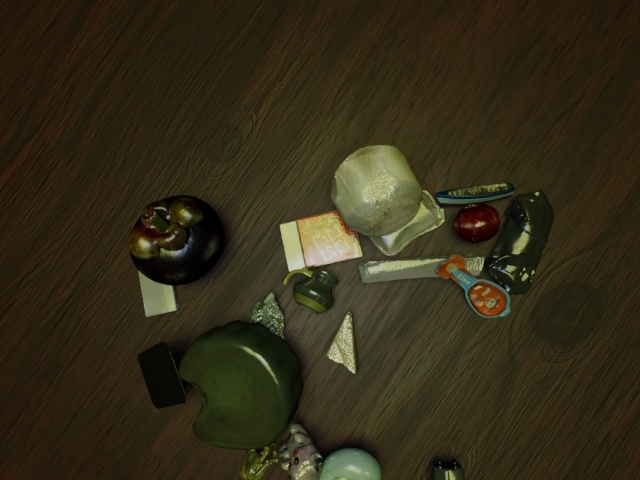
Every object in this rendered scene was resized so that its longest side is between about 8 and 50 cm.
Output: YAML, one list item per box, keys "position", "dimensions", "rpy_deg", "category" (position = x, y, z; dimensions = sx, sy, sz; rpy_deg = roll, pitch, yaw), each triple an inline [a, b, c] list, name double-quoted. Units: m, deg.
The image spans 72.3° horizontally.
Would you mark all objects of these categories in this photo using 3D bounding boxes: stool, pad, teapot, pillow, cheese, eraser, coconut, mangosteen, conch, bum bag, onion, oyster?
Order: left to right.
- position: [-0.510, 0.158, 1.383]
  dimensions: [0.104, 0.023, 0.150]
  rpy_deg: [-12, 84, 4]
  category: "eraser"
- position: [-0.467, 0.397, 1.275]
  dimensions: [0.267, 0.004, 0.181]
  rpy_deg: [-29, 81, 46]
  category: "pad"
- position: [-0.421, -0.014, 1.251]
  dimensions: [0.275, 0.302, 0.274]
  rpy_deg: [-2, 70, 5]
  category: "mangosteen"
- position: [-0.169, 0.254, 1.328]
  dimensions: [0.125, 0.064, 0.177]
  rpy_deg: [-15, 85, -1]
  category: "oyster"
- position: [-0.028, 0.138, 1.290]
  dimensions: [0.166, 0.130, 0.119]
  rpy_deg: [31, 73, -13]
  category: "teapot"
- position: [0.000, 0.000, 1.348]
  dimensions: [0.231, 0.038, 0.157]
  rpy_deg: [-13, 84, 3]
  category: "eraser"
- position: [0.073, 0.683, 1.236]
  dimensions: [0.221, 0.121, 0.184]
  rpy_deg: [-38, 89, 9]
  category: "conch"
- position: [0.149, -0.150, 1.245]
  dimensions: [0.245, 0.245, 0.247]
  rpy_deg: [-29, 65, 2]
  category: "coconut"
- position: [0.259, -0.052, 1.330]
  dimensions: [0.233, 0.038, 0.130]
  rpy_deg: [-35, 83, 2]
  category: "pillow"
- position: [0.360, 0.681, 1.227]
  dimensions: [0.096, 0.096, 0.110]
  rpy_deg: [-3, 79, 5]
  category: "stool"
- position: [0.449, 0.139, 1.270]
  dimensions: [0.256, 0.037, 0.106]
  rpy_deg: [39, 106, -9]
  category: "cheese"
- position: [0.454, -0.051, 1.272]
  dimensions: [0.131, 0.131, 0.131]
  rpy_deg: [0, 85, 5]
  category: "onion"
- position: [0.585, -0.001, 1.279]
  dimensions: [0.142, 0.079, 0.326]
  rpy_deg: [20, 86, 3]
  category: "bum bag"

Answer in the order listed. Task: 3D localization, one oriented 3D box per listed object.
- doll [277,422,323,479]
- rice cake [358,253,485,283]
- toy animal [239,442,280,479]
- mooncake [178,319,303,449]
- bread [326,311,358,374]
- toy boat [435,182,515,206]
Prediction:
- position: [-0.053, 0.613, 1.228]
  dimensions: [0.095, 0.192, 0.149]
  rpy_deg: [18, 104, -24]
  category: "doll"
- position: [0.298, 0.080, 1.305]
  dimensions: [0.366, 0.056, 0.072]
  rpy_deg: [-5, 97, 4]
  category: "rice cake"
- position: [-0.179, 0.637, 1.242]
  dimensions: [0.073, 0.181, 0.136]
  rpy_deg: [39, 76, -11]
  category: "toy animal"
- position: [-0.217, 0.398, 1.230]
  dimensions: [0.352, 0.187, 0.350]
  rpy_deg: [2, 96, 16]
  category: "mooncake"
- position: [0.093, 0.299, 1.291]
  dimensions: [0.105, 0.077, 0.152]
  rpy_deg: [26, 90, 11]
  category: "bread"
- position: [0.459, -0.137, 1.312]
  dimensions: [0.229, 0.080, 0.045]
  rpy_deg: [-8, 119, 4]
  category: "toy boat"
